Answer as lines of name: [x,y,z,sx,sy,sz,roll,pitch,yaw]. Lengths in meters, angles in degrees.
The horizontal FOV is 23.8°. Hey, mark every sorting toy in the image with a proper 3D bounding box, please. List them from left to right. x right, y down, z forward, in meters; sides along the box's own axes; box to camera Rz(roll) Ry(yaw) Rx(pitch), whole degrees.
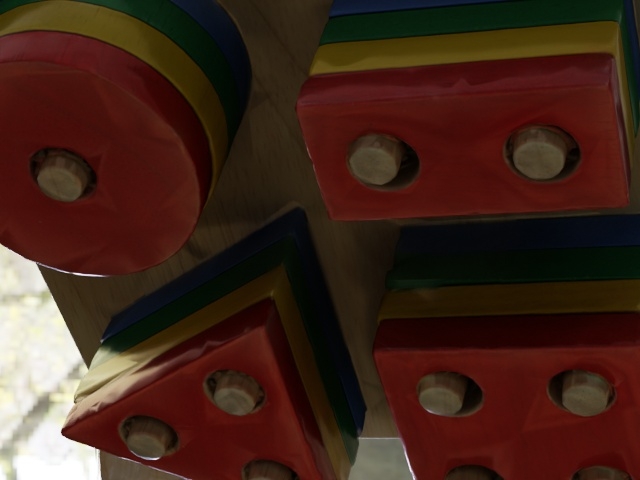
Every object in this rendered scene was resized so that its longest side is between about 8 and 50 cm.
sorting toy: [0.000,0.000,0.515,0.255,0.257,0.089,-2,-138,18]

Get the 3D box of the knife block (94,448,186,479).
knife block: [-0.137,0.201,1.216,0.088,0.276,0.242,-2,148,-11]
